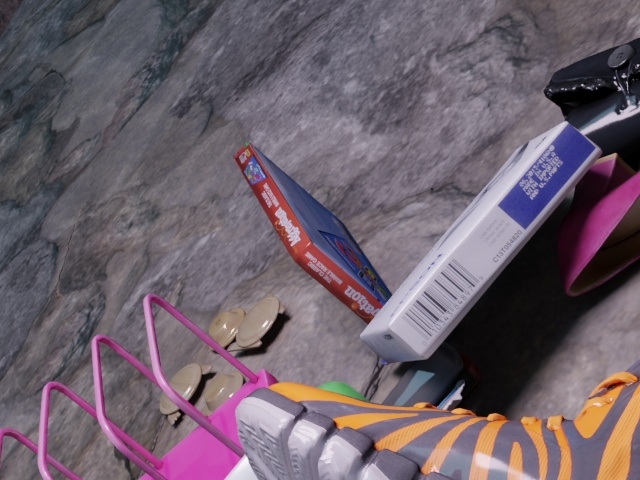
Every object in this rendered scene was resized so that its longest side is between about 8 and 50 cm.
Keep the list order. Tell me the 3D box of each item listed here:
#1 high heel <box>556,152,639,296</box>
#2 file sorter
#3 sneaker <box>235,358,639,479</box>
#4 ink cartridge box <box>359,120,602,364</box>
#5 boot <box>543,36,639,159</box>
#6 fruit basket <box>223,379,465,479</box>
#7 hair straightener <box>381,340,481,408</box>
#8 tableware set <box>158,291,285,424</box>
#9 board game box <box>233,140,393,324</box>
[{"bbox_3d":[0.282,-0.034,1.226,0.244,0.082,0.117,-17,48,41],"label":"high heel"},{"bbox_3d":[-0.192,0.222,1.481,0.290,0.182,0.202,-43,25,11],"label":"file sorter"},{"bbox_3d":[0.111,0.129,0.882,0.321,0.125,0.180,25,54,36],"label":"sneaker"},{"bbox_3d":[0.123,0.008,1.334,0.223,0.045,0.224,-49,0,-9],"label":"ink cartridge box"},{"bbox_3d":[0.294,-0.181,1.389,0.207,0.094,0.247,-24,41,34],"label":"boot"},{"bbox_3d":[-0.012,0.222,1.128,0.327,0.165,0.353,-51,0,3],"label":"fruit basket"},{"bbox_3d":[0.031,0.169,1.311,0.230,0.089,0.047,-44,57,4],"label":"hair straightener"},{"bbox_3d":[-0.103,0.124,1.671,0.169,0.020,0.141,-58,25,-17],"label":"tableware set"},{"bbox_3d":[0.000,0.000,1.538,0.027,0.145,0.281,-47,25,7],"label":"board game box"}]
